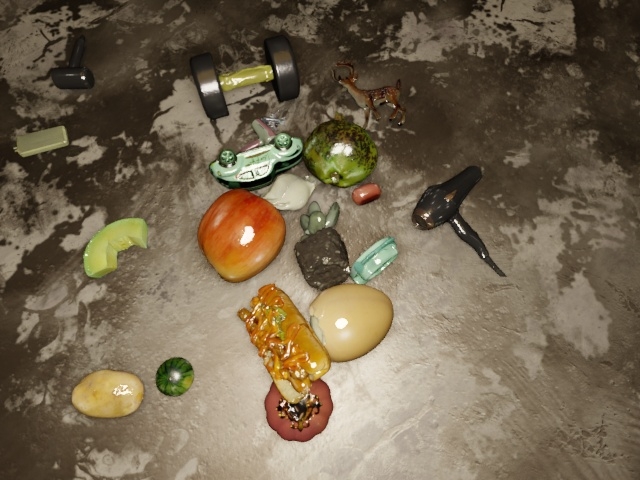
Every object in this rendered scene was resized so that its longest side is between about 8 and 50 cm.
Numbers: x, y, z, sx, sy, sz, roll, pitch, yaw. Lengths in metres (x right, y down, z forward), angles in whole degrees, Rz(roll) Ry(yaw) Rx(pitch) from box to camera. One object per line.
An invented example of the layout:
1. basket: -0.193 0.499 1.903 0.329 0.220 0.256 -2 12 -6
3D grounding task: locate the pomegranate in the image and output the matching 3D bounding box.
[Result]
1. pomegranate: 0.056 -0.281 1.316 0.222 0.276 0.203 24 109 -20

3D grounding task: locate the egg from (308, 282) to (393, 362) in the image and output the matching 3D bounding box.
1. egg: 0.081 0.214 1.122 0.245 0.201 0.201 -19 72 -9

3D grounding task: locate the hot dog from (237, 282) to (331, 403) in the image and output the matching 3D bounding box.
1. hot dog: -0.106 0.247 1.070 0.158 0.117 0.349 -53 43 12

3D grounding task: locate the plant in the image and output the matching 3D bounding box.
1. plant: -0.002 0.001 1.205 0.147 0.149 0.274 -11 48 5

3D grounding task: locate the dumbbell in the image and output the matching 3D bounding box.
1. dumbbell: -0.244 -0.535 1.372 0.323 0.203 0.203 -17 72 -7

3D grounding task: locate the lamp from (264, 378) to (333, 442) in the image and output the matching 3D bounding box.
1. lamp: -0.056 0.425 1.078 0.182 0.140 0.181 2 72 -5

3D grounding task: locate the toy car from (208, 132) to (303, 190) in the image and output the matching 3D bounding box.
1. toy car: -0.189 -0.231 1.307 0.306 0.136 0.125 -16 81 -8

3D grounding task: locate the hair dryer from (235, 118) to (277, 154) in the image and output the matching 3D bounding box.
1. hair dryer: -0.226 -0.325 1.384 0.154 0.054 0.106 -41 72 -9

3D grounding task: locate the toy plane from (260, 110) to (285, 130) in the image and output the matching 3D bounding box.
1. toy plane: -0.161 -0.407 1.419 0.083 0.031 0.078 1 71 -2

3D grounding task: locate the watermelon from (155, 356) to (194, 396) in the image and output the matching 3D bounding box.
1. watermelon: -0.401 0.369 1.130 0.106 0.062 0.105 -1 71 4

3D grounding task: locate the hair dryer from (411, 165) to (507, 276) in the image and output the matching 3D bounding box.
1. hair dryer: 0.473 -0.044 1.294 0.304 0.120 0.359 -35 85 -27

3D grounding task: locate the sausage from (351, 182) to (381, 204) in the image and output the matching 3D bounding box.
1. sausage: 0.146 -0.150 1.323 0.094 0.059 0.054 -22 67 -6

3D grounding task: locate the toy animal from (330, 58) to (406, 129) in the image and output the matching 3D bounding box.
1. toy animal: 0.167 -0.505 1.448 0.244 0.087 0.259 -5 69 -17

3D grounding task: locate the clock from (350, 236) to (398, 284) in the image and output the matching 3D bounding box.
1. clock: 0.156 0.056 1.184 0.148 0.188 0.060 -37 75 -10

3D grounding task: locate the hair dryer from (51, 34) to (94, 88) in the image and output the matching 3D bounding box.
1. hair dryer: -0.852 -0.637 1.478 0.114 0.070 0.247 -1 62 0

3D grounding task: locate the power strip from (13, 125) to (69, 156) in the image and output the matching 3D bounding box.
1. power strip: -0.925 -0.326 1.378 0.169 0.028 0.076 -17 73 -9

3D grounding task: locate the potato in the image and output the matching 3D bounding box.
1. potato: -0.553 0.401 1.093 0.178 0.109 0.118 4 49 -5

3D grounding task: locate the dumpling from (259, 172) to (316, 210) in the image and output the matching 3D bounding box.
1. dumpling: -0.112 -0.154 1.295 0.181 0.155 0.111 1 102 -39

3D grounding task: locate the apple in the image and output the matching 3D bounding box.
1. apple: -0.230 -0.013 1.178 0.242 0.242 0.241 37 76 11

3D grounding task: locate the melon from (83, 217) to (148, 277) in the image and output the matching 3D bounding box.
1. melon: -0.610 0.015 1.250 0.210 0.064 0.118 -33 74 -14
